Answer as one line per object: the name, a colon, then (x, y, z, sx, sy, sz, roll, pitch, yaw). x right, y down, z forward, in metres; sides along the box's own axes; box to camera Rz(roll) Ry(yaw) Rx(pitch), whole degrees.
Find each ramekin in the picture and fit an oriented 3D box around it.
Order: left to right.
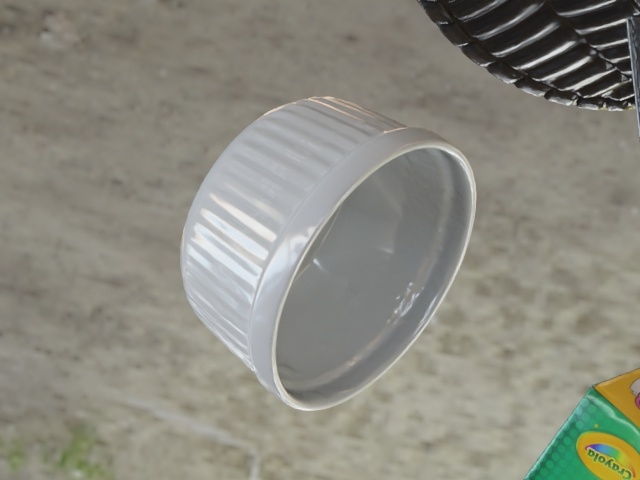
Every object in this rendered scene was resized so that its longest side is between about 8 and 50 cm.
ramekin: (0.000, 0.000, 1.283, 0.109, 0.207, 0.207, 33, 172, 30)

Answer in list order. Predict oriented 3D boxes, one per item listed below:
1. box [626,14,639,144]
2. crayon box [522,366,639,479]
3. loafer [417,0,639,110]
box: (0.173, -0.066, 0.794, 0.083, 0.067, 0.018, -6, 175, 9)
crayon box: (0.264, 0.145, 1.145, 0.165, 0.081, 0.278, 44, -151, 23)
loafer: (0.082, -0.203, 0.933, 0.366, 0.130, 0.134, 40, 147, -27)
